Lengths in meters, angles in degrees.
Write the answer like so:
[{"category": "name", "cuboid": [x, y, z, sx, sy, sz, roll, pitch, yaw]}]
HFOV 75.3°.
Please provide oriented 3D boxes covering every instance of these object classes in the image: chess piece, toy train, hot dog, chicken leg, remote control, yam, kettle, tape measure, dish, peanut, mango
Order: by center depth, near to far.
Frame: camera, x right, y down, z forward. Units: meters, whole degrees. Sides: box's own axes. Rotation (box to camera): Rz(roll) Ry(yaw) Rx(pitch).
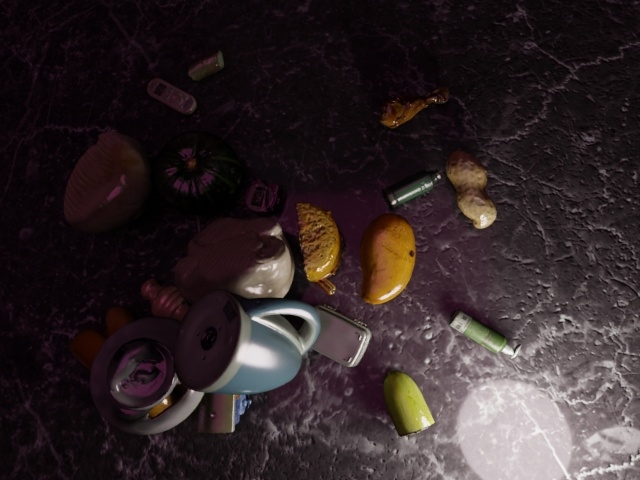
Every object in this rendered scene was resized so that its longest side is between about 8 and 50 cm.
[{"category": "kettle", "cuboid": [-0.157, 0.276, 1.124, 0.319, 0.342, 0.247, -43, 47, 15]}, {"category": "dish", "cuboid": [-0.476, 0.361, 1.131, 0.324, 0.124, 0.324, 2, 71, -5]}, {"category": "toy train", "cuboid": [-0.299, 0.437, 1.293, 0.131, 0.202, 0.300, -2, 79, 7]}, {"category": "peanut", "cuboid": [0.477, -0.165, 1.313, 0.117, 0.101, 0.263, -18, 78, 26]}, {"category": "mango", "cuboid": [0.208, 0.058, 1.315, 0.177, 0.120, 0.295, 11, 84, 3]}, {"category": "hot dog", "cuboid": [0.015, 0.148, 1.381, 0.083, 0.021, 0.037, 37, 90, 15]}, {"category": "chicken leg", "cuboid": [0.313, -0.458, 1.407, 0.251, 0.087, 0.107, -18, 96, 0]}, {"category": "chess piece", "cuboid": [-0.496, 0.241, 1.414, 0.307, 0.124, 0.139, 32, 120, 17]}, {"category": "tape measure", "cuboid": [-0.200, -0.151, 1.439, 0.118, 0.074, 0.125, 9, 80, 12]}, {"category": "yam", "cuboid": [-0.431, -0.660, 1.569, 0.146, 0.070, 0.070, -24, 78, 6]}, {"category": "remote control", "cuboid": [-0.566, -0.548, 1.585, 0.221, 0.042, 0.078, 30, 88, 14]}]

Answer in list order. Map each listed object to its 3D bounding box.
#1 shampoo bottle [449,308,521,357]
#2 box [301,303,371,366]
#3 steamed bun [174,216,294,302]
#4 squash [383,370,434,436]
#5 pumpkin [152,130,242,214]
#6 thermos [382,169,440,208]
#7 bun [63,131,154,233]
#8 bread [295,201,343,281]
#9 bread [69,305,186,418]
[{"category": "shampoo bottle", "cuboid": [0.497, 0.284, 1.254, 0.204, 0.065, 0.065, 31, 87, 13]}, {"category": "box", "cuboid": [0.044, 0.296, 1.295, 0.210, 0.129, 0.148, 24, 85, 14]}, {"category": "steamed bun", "cuboid": [-0.246, 0.099, 1.303, 0.367, 0.255, 0.342, -2, 37, 28]}, {"category": "squash", "cuboid": [0.247, 0.480, 1.240, 0.123, 0.123, 0.187, -26, 74, 5]}, {"category": "pumpkin", "cuboid": [-0.415, -0.225, 1.426, 0.300, 0.207, 0.300, 0, 70, -1]}, {"category": "thermos", "cuboid": [0.302, -0.176, 1.366, 0.187, 0.083, 0.073, -26, 99, 3]}, {"category": "bun", "cuboid": [-0.714, -0.181, 1.447, 0.365, 0.219, 0.365, -13, 65, 29]}, {"category": "bread", "cuboid": [0.000, -0.004, 1.342, 0.147, 0.160, 0.261, -8, 73, 2]}, {"category": "bread", "cuboid": [-0.598, 0.418, 1.359, 0.424, 0.329, 0.245, 33, 46, 14]}]
